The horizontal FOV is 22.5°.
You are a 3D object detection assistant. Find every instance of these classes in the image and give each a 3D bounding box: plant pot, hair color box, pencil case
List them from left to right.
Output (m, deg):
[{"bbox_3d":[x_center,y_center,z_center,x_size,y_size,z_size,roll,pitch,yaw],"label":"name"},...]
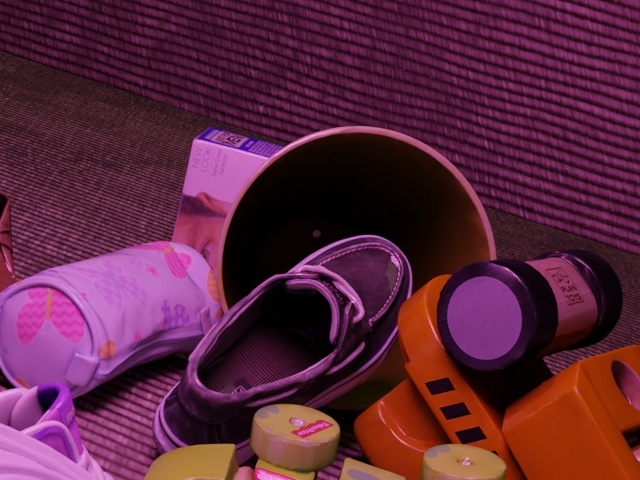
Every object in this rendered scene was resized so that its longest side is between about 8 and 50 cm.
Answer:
[{"bbox_3d":[-0.195,0.075,1.520,0.124,0.113,0.273,48,21,12],"label":"pencil case"},{"bbox_3d":[0.000,0.000,1.902,0.339,0.185,0.110,15,13,5],"label":"hair color box"},{"bbox_3d":[0.015,0.031,1.688,0.275,0.274,0.293,12,-4,-8],"label":"plant pot"}]

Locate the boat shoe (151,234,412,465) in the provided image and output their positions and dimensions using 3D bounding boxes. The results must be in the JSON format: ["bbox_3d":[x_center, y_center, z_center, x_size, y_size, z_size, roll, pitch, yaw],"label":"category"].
[{"bbox_3d":[-0.009,0.081,1.400,0.121,0.119,0.335,39,46,8],"label":"boat shoe"}]

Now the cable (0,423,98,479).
[{"bbox_3d":[-0.151,0.198,0.762,0.257,0.089,0.257,53,22,16],"label":"cable"}]

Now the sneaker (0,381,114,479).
[{"bbox_3d":[-0.140,0.173,1.024,0.282,0.161,0.102,6,13,-37],"label":"sneaker"}]

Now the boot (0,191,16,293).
[{"bbox_3d":[-0.343,0.025,1.575,0.112,0.115,0.305,12,13,-20],"label":"boot"}]

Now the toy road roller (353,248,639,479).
[{"bbox_3d":[0.185,0.175,1.416,0.202,0.240,0.329,-6,60,-57],"label":"toy road roller"}]

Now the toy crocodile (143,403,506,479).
[{"bbox_3d":[0.039,0.207,1.184,0.341,0.115,0.105,12,17,2],"label":"toy crocodile"}]
